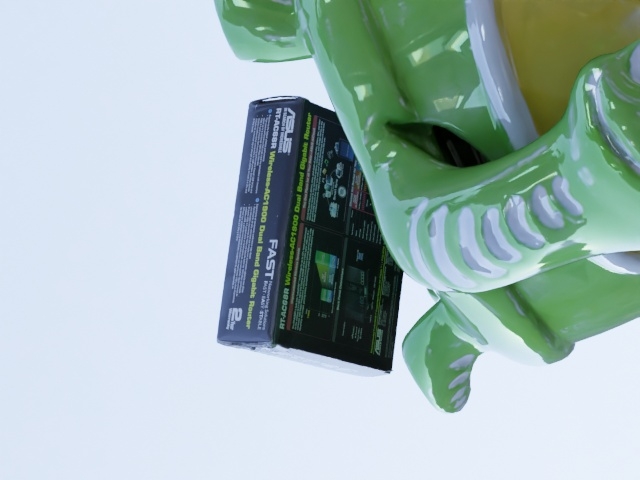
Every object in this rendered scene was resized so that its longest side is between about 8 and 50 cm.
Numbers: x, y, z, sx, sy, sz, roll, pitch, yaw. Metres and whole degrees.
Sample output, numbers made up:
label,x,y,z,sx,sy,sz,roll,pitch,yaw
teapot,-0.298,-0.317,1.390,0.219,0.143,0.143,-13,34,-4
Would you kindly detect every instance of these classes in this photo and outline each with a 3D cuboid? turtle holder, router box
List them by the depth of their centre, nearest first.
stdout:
label,x,y,z,sx,sy,sz,roll,pitch,yaw
turtle holder,0.099,-0.082,0.826,0.243,0.227,0.320,67,-167,13
router box,0.000,0.000,0.941,0.092,0.038,0.122,19,-105,-48
